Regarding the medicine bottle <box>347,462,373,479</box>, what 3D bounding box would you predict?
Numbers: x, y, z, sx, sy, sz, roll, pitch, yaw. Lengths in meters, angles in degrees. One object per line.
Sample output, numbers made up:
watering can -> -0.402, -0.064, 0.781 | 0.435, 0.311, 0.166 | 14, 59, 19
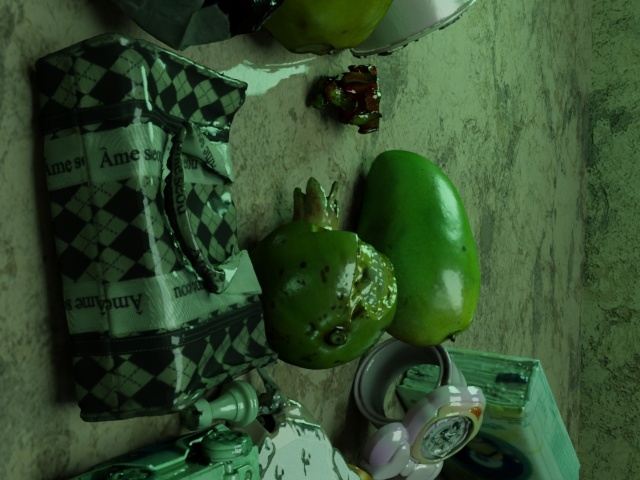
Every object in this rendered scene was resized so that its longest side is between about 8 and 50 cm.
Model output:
medicine bottle -> 0.015, 0.468, 1.367 | 0.096, 0.096, 0.192 | 57, 44, -40

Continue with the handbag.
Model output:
handbag -> -0.175, -0.018, 1.028 | 0.316, 0.180, 0.416 | -11, 93, -66

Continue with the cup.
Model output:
cup -> 0.111, -0.490, 1.435 | 0.274, 0.253, 0.253 | 60, 42, -25

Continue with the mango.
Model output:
mango -> 0.164, 0.009, 1.518 | 0.201, 0.225, 0.382 | 45, 33, -65

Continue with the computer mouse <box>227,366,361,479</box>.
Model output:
computer mouse -> -0.053, 0.373, 1.249 | 0.199, 0.115, 0.389 | -19, 86, -42

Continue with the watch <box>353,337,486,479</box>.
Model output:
watch -> 0.160, 0.306, 1.525 | 0.248, 0.217, 0.211 | -39, 134, 0

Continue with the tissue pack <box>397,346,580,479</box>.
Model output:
tissue pack -> 0.357, 0.395, 1.743 | 0.162, 0.287, 0.388 | -58, 135, -33

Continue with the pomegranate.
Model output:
pomegranate -> -0.008, 0.045, 1.258 | 0.236, 0.236, 0.302 | 50, 22, -45

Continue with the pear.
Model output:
pear -> 0.001, -0.427, 1.217 | 0.269, 0.269, 0.321 | -52, 140, -45

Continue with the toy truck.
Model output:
toy truck -> -0.185, 0.319, 0.989 | 0.278, 0.156, 0.155 | -8, 96, -53

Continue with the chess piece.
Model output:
chess piece -> -0.143, 0.234, 1.158 | 0.103, 0.067, 0.067 | -3, 92, -48

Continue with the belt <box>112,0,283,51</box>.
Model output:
belt -> -0.179, -0.341, 0.946 | 0.289, 0.184, 0.164 | 40, 41, -4

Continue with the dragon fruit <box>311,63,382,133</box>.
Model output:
dragon fruit -> 0.060, -0.258, 1.453 | 0.175, 0.142, 0.138 | 2, 59, -29
